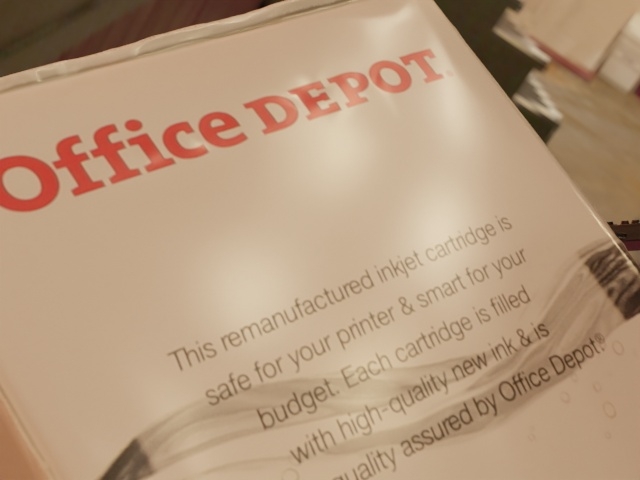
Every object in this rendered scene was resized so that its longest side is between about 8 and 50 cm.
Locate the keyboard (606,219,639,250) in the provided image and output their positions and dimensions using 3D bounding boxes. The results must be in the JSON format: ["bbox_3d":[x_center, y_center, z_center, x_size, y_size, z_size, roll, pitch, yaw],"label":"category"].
[{"bbox_3d":[0.243,-0.004,1.276,0.180,0.023,0.108,-4,-8,5],"label":"keyboard"}]

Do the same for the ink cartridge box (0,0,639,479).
[{"bbox_3d":[0.019,0.113,0.556,0.285,0.166,0.395,-21,69,-37],"label":"ink cartridge box"}]
